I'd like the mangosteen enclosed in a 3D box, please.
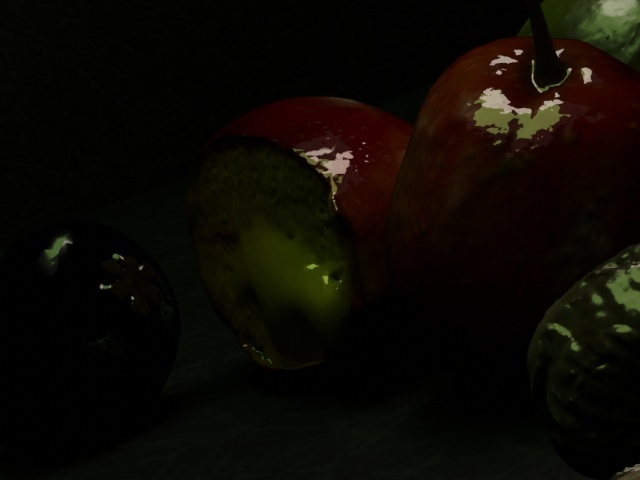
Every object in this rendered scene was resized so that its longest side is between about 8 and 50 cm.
[{"bbox_3d":[-0.252,0.095,1.749,0.243,0.243,0.243,-16,10,3],"label":"mangosteen"}]

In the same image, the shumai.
[{"bbox_3d":[0.248,0.066,1.089,0.218,0.184,0.185,-29,8,15],"label":"shumai"}]

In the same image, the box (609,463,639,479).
[{"bbox_3d":[0.174,0.168,0.801,0.151,0.151,0.135,-17,0,-3],"label":"box"}]

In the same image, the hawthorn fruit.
[{"bbox_3d":[0.181,-0.053,1.450,0.287,0.330,0.287,-4,26,2],"label":"hawthorn fruit"}]

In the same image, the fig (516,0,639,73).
[{"bbox_3d":[0.281,-0.100,1.711,0.316,0.316,0.316,-16,10,3],"label":"fig"}]

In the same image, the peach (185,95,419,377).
[{"bbox_3d":[0.000,0.000,1.687,0.281,0.281,0.338,-16,15,7],"label":"peach"}]
